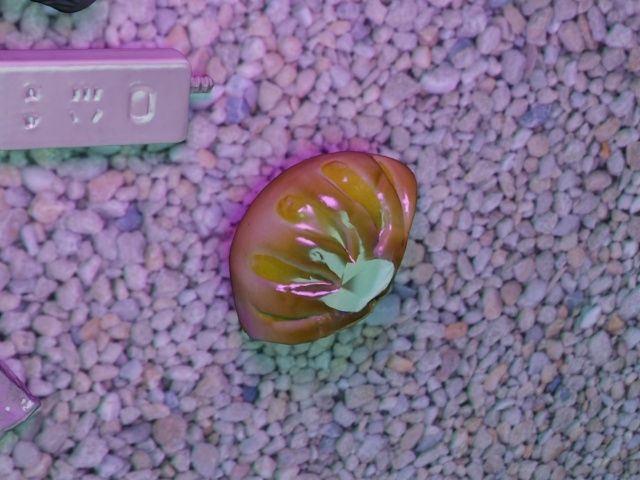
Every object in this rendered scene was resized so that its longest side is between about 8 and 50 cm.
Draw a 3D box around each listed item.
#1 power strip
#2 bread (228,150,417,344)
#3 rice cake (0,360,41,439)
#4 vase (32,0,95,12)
[{"bbox_3d":[-0.267,-0.148,1.398,0.338,0.058,0.098,-5,115,-25],"label":"power strip"},{"bbox_3d":[-0.012,0.008,1.546,0.156,0.158,0.261,21,101,-29],"label":"bread"},{"bbox_3d":[-0.428,0.116,1.451,0.106,0.050,0.298,-39,125,-6],"label":"rice cake"},{"bbox_3d":[-0.331,-0.303,1.225,0.251,0.156,0.301,-19,155,33],"label":"vase"}]
